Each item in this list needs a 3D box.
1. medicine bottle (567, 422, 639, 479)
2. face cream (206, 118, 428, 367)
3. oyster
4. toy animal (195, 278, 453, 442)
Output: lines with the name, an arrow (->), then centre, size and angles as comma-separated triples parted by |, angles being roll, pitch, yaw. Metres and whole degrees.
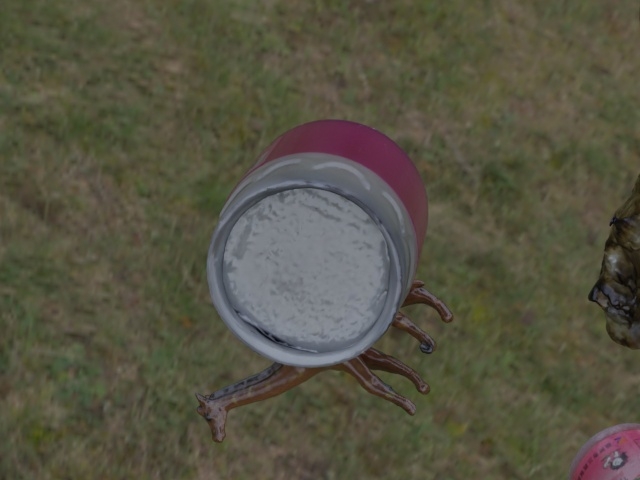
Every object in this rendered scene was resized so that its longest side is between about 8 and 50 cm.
medicine bottle -> 0.403, 0.335, 1.948 | 0.147, 0.147, 0.247 | -1, 26, -16
face cream -> 0.000, 0.000, 1.399 | 0.175, 0.175, 0.195 | 22, 22, 1
oyster -> 0.390, -0.058, 1.864 | 0.111, 0.396, 0.204 | 11, 46, -2
toy animal -> 0.000, 0.124, 1.617 | 0.230, 0.066, 0.224 | 19, 92, 22
